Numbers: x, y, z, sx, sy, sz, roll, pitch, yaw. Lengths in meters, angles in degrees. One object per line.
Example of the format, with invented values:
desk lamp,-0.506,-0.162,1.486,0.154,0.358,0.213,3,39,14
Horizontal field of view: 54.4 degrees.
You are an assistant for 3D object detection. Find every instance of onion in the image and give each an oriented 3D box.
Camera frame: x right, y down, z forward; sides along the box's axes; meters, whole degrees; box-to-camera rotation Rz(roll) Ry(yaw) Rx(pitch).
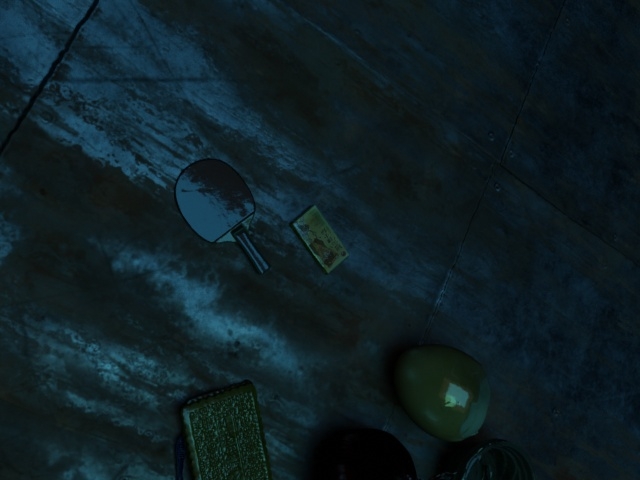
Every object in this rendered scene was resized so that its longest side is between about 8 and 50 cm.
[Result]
onion,0.133,0.529,1.305,0.273,0.285,0.272,35,47,-50

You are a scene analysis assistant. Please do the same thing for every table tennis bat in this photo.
table tennis bat,-0.192,-0.045,1.304,0.154,0.021,0.274,-39,102,-22

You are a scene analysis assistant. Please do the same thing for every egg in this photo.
egg,0.274,0.339,1.421,0.244,0.201,0.201,37,73,-8

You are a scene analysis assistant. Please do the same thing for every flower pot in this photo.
flower pot,0.388,0.582,1.498,0.236,0.141,0.235,2,85,-26

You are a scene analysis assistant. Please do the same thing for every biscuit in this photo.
biscuit,-0.186,0.428,1.271,0.172,0.029,0.254,-13,94,-33

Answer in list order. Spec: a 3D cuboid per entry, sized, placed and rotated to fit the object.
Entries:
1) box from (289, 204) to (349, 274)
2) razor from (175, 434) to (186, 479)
box,0.000,0.000,1.396,0.073,0.020,0.149,-42,106,-22
razor,-0.273,0.464,1.238,0.028,0.044,0.154,-9,88,17
